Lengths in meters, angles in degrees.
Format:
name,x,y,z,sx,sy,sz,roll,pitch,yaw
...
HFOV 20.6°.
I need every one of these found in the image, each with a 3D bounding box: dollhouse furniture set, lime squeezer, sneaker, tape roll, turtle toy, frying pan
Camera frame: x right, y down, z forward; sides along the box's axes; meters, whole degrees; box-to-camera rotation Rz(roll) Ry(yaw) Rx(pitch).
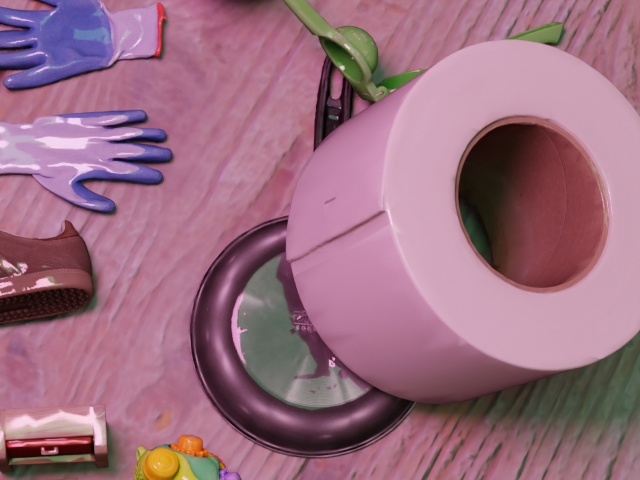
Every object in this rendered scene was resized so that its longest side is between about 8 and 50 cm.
name,x,y,z,sx,sy,sz,roll,pitch,yaw
dollhouse furniture set,-0.245,0.189,1.281,0.183,0.129,0.129,-3,75,-7
lime squeezer,0.055,-0.161,1.417,0.310,0.059,0.110,14,111,-26
sneaker,-0.272,0.027,1.367,0.188,0.066,0.071,-4,58,-12
tape roll,0.118,-0.009,1.320,0.246,0.169,0.246,6,75,-24
turtle toy,-0.088,0.198,1.322,0.130,0.095,0.066,43,53,6
frying pan,0.025,0.016,1.404,0.197,0.053,0.326,28,76,0

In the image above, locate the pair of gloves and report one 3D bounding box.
name,x,y,z,sx,sy,sz,roll,pitch,yaw
pair of gloves,-0.201,-0.118,1.427,0.159,0.023,0.198,-1,74,-6
